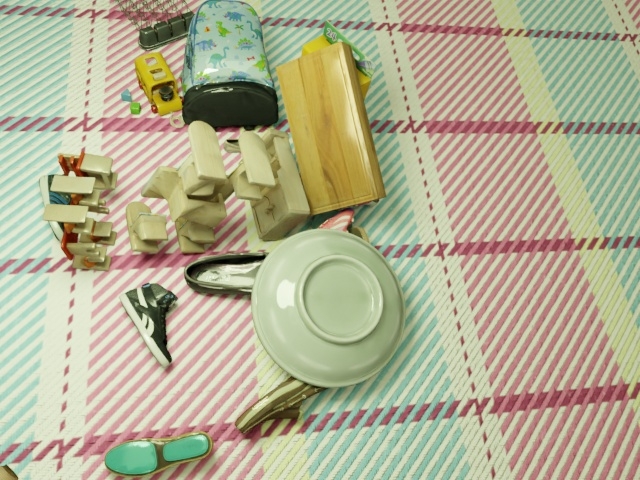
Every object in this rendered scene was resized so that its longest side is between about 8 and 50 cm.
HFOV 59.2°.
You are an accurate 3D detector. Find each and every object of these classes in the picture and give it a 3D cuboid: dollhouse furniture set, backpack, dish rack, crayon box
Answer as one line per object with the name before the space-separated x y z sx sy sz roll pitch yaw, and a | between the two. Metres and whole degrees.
dollhouse furniture set | -0.251 -0.157 1.431 0.394 0.362 0.256 3 60 -41
backpack | -0.278 -0.537 1.683 0.290 0.273 0.355 -2 53 -10
dish rack | -0.548 -0.757 1.827 0.208 0.074 0.271 -31 71 -24
dollhouse furniture set | -0.590 -0.081 1.371 0.135 0.262 0.259 4 63 -6
crayon box | 0.028 -0.439 1.630 0.083 0.323 0.203 -37 75 -24

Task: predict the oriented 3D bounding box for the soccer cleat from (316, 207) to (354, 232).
soccer cleat | 0.000 0.000 1.519 0.095 0.083 0.248 35 80 -1

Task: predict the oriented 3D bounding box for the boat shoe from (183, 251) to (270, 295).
boat shoe | -0.179 0.085 1.423 0.335 0.095 0.112 -3 77 1

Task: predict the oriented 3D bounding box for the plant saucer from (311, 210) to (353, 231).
plant saucer | 0.032 -0.032 1.596 0.119 0.021 0.119 4 63 -8

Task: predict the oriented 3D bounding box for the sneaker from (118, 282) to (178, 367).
sneaker | -0.388 0.190 1.372 0.121 0.079 0.217 -31 71 -21

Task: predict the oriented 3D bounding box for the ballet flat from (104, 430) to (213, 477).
ballet flat | -0.351 0.474 1.243 0.232 0.073 0.080 -5 69 -6

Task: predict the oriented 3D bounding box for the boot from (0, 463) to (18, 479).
boot | -0.749 0.491 1.160 0.197 0.073 0.152 39 67 13

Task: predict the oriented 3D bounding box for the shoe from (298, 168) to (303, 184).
shoe | 0.005 -0.180 1.641 0.178 0.063 0.081 -18 63 -23

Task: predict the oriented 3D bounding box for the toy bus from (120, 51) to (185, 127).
toy bus | -0.475 -0.461 1.670 0.202 0.104 0.191 17 62 -1

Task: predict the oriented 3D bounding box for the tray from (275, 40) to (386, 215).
tray | 0.025 -0.290 1.498 0.203 0.076 0.411 -13 92 27

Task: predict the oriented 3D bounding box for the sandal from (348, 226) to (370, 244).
sandal | 0.136 0.080 1.526 0.079 0.088 0.240 1 76 -43

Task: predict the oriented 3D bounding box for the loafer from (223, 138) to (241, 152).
loafer | -0.223 -0.283 1.664 0.125 0.039 0.045 -4 64 -12

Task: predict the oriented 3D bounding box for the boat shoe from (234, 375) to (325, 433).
boat shoe | -0.076 0.384 1.328 0.257 0.095 0.095 -32 79 -24

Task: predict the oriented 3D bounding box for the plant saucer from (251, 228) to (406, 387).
plant saucer | 0.038 0.148 1.359 0.400 0.100 0.400 6 71 -17

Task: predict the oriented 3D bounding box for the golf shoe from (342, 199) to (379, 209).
golf shoe | 0.082 -0.127 1.632 0.186 0.086 0.067 11 38 -27

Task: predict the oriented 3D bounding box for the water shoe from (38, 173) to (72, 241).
water shoe | -0.674 -0.093 1.466 0.080 0.073 0.203 -17 68 -20
